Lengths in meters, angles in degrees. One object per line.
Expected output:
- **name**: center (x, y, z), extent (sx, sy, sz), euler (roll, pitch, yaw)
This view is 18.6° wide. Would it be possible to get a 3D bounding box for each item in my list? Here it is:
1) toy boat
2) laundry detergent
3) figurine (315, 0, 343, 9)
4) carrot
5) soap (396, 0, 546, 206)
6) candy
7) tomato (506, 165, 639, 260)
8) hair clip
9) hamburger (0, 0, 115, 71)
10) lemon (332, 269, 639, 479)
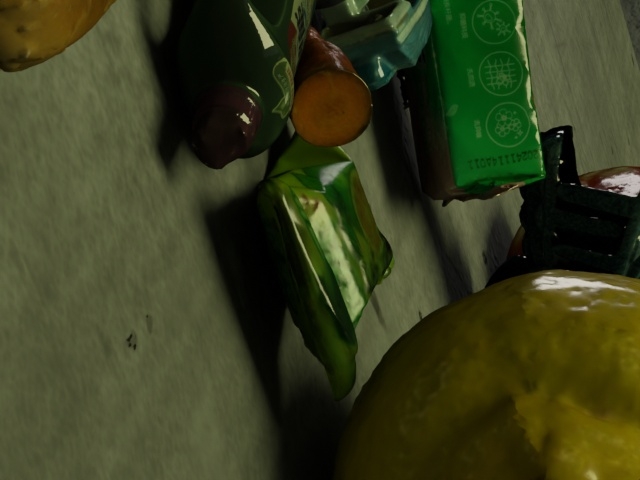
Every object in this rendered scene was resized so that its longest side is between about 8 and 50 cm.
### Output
- **toy boat**: center (0.037, -0.199, 1.562), extent (0.215, 0.088, 0.102), euler (-68, 138, -61)
- **laundry detergent**: center (-0.051, -0.131, 1.231), extent (0.221, 0.078, 0.144), euler (-77, 164, -53)
- **figurine**: center (0.031, -0.293, 1.419), extent (0.175, 0.197, 0.265), euler (-30, 103, -70)
- **carrot**: center (-0.005, -0.121, 1.390), extent (0.224, 0.057, 0.057), euler (-109, 180, -70)
- **soap**: center (0.125, -0.169, 1.695), extent (0.218, 0.098, 0.273), euler (-179, -100, -78)
- **candy**: center (0.000, 0.000, 1.320), extent (0.246, 0.069, 0.149), euler (-58, 128, -67)
- **tomato**: center (0.325, 0.063, 2.027), extent (0.239, 0.303, 0.303), euler (-105, 174, -64)
- **hair clip**: center (0.227, 0.057, 1.763), extent (0.206, 0.194, 0.310), euler (47, 59, -73)
- **hamburger**: center (-0.163, -0.178, 0.877), extent (0.214, 0.108, 0.213), euler (-9, 90, -76)
- **lemon**: center (0.168, 0.180, 1.290), extent (0.348, 0.348, 0.348), euler (-13, 90, -73)
